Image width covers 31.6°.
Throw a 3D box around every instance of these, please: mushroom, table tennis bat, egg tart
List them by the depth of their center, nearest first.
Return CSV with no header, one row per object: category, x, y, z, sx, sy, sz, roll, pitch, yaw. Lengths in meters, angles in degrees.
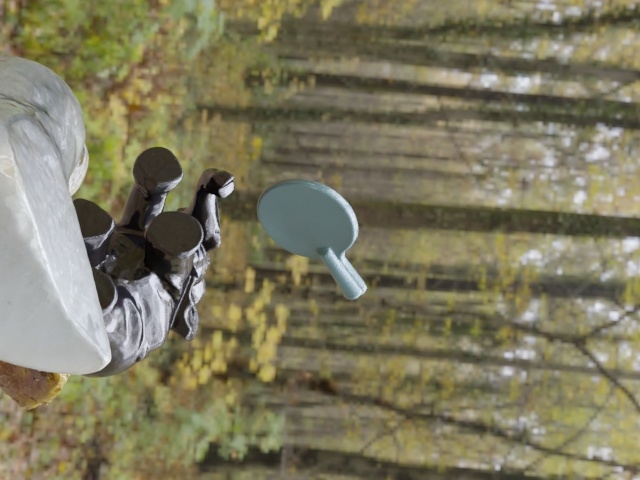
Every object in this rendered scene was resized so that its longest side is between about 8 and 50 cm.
mushroom,-0.238,-0.055,0.870,0.177,0.126,0.397,64,1,-28
table tennis bat,0.000,0.000,1.715,0.244,0.153,0.040,55,38,-32
egg tart,-0.521,0.117,1.874,0.153,0.352,0.339,-37,124,-31

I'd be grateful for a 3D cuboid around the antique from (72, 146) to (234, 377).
antique,-0.251,0.046,1.502,0.322,0.185,0.255,-43,159,-34
